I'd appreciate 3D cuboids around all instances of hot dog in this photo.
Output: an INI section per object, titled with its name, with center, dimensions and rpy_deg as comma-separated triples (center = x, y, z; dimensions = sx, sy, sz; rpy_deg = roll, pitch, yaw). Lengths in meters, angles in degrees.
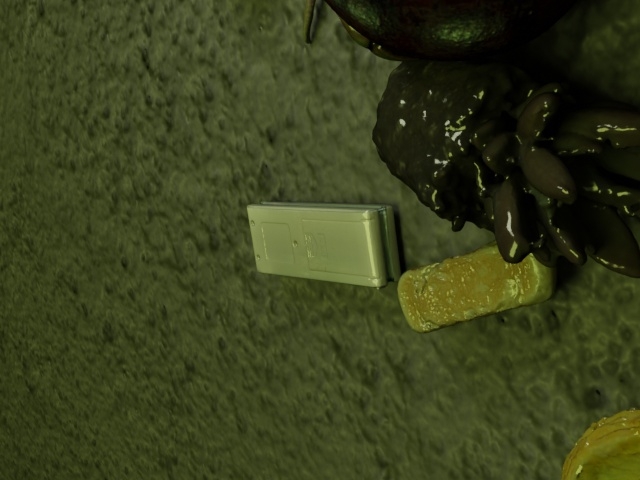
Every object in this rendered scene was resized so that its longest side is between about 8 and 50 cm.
[hot dog]
center = 0.186, 0.047, 1.134
dimensions = 0.242, 0.073, 0.084
rpy_deg = -25, 80, 52

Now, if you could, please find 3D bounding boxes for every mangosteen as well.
[mangosteen]
center = 0.123, -0.298, 0.934
dimensions = 0.300, 0.300, 0.300
rpy_deg = 22, 119, 46

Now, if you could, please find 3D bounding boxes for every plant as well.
[plant]
center = 0.201, -0.080, 0.980
dimensions = 0.320, 0.194, 0.182
rpy_deg = 41, 115, 50

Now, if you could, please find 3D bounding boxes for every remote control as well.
[remote control]
center = 0.000, 0.000, 1.366
dimensions = 0.277, 0.055, 0.103
rpy_deg = 5, 106, 52

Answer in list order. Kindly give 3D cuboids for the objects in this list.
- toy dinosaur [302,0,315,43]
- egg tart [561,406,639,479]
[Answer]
[toy dinosaur]
center = 0.010, -0.374, 1.210
dimensions = 0.251, 0.072, 0.200
rpy_deg = -19, 98, 43
[egg tart]
center = 0.364, 0.301, 0.967
dimensions = 0.294, 0.123, 0.294
rpy_deg = 24, 120, 50
